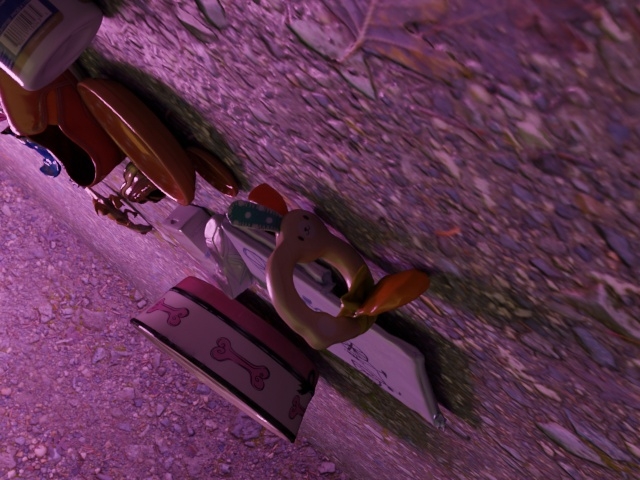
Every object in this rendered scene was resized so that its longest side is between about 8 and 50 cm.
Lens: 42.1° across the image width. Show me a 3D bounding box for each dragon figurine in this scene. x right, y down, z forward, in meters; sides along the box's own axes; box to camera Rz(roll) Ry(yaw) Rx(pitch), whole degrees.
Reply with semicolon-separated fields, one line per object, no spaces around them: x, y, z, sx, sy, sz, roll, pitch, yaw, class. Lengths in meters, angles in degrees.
-0.483;-0.169;1.490;0.289;0.085;0.144;18;153;52;dragon figurine

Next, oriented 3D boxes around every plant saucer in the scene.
-0.222;-0.128;1.037;0.200;0.037;0.200;43;167;12;plant saucer
-0.131;-0.085;1.015;0.083;0.013;0.083;38;165;12;plant saucer

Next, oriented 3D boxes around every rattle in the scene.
0.000;0.000;0.844;0.199;0.130;0.143;64;158;13;rattle

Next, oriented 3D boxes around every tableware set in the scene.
-0.125;0.180;1.739;0.104;0.024;0.154;40;165;1;tableware set

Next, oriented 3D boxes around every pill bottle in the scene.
-0.319;-0.248;0.813;0.187;0.112;0.112;43;165;-8;pill bottle

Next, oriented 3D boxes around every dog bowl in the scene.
-0.178;0.230;1.682;0.408;0.150;0.408;34;165;11;dog bowl

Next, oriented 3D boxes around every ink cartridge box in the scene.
-0.180;0.001;1.307;0.122;0.052;0.088;47;163;-28;ink cartridge box

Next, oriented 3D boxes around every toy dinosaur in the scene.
-0.444;-0.074;1.710;0.211;0.064;0.112;42;166;-6;toy dinosaur

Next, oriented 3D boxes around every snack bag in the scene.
0.030;0.118;1.163;0.342;0.037;0.323;33;164;27;snack bag

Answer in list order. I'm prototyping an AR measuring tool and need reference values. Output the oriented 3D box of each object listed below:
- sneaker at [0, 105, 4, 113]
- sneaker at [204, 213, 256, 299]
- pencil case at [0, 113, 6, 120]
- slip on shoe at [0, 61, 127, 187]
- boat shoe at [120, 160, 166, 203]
-0.518;-0.257;1.240;0.319;0.112;0.131;31;150;34;sneaker
-0.131;0.016;1.240;0.054;0.061;0.152;38;148;40;sneaker
-0.548;-0.258;1.397;0.095;0.098;0.209;9;178;-27;pencil case
-0.369;-0.188;1.078;0.123;0.101;0.331;7;151;32;slip on shoe
-0.253;-0.081;1.226;0.060;0.064;0.178;43;162;-2;boat shoe
